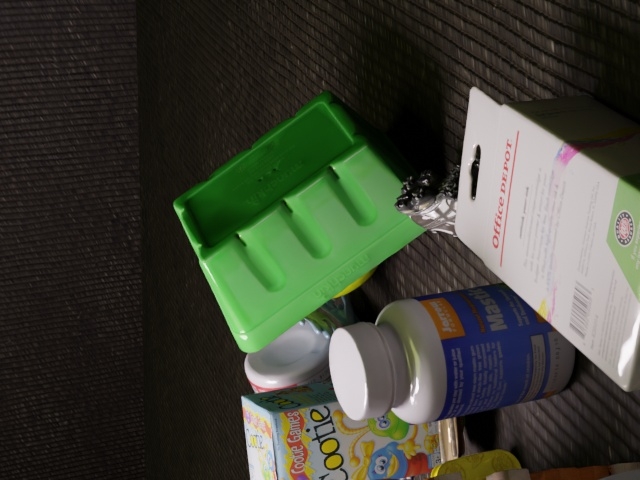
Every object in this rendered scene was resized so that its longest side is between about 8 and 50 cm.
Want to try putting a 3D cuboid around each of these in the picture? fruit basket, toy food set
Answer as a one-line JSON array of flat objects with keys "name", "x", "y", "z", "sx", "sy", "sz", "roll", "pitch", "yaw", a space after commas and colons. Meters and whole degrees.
[{"name": "fruit basket", "x": 0.000, "y": 0.000, "z": 1.741, "sx": 0.283, "sy": 0.392, "sz": 0.392, "roll": -122, "pitch": 32, "yaw": -49}, {"name": "toy food set", "x": 0.192, "y": 0.253, "z": 1.607, "sx": 0.192, "sy": 0.038, "sz": 0.133, "roll": 86, "pitch": 180, "yaw": -77}]

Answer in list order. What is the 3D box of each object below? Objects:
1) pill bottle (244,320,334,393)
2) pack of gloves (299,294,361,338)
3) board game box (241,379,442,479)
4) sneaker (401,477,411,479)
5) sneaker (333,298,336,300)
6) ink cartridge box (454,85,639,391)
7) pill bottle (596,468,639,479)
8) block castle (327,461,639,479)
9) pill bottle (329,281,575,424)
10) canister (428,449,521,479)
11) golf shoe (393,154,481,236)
[{"name": "pill bottle", "x": -0.007, "y": 0.290, "z": 1.918, "sx": 0.161, "sy": 0.161, "sz": 0.283, "roll": 42, "pitch": 157, "yaw": 60}, {"name": "pack of gloves", "x": 0.020, "y": 0.115, "z": 1.886, "sx": 0.046, "sy": 0.195, "sz": 0.232, "roll": -62, "pitch": 30, "yaw": 8}, {"name": "board game box", "x": 0.036, "y": 0.294, "z": 1.743, "sx": 0.144, "sy": 0.275, "sz": 0.142, "roll": -172, "pitch": 75, "yaw": -69}, {"name": "sneaker", "x": 0.110, "y": 0.399, "z": 1.892, "sx": 0.135, "sy": 0.058, "sz": 0.052, "roll": 110, "pitch": 146, "yaw": -49}, {"name": "sneaker", "x": 0.004, "y": 0.071, "z": 2.043, "sx": 0.094, "sy": 0.080, "sz": 0.212, "roll": 63, "pitch": 153, "yaw": 16}, {"name": "ink cartridge box", "x": 0.282, "y": -0.024, "z": 1.208, "sx": 0.353, "sy": 0.119, "sz": 0.207, "roll": -131, "pitch": 38, "yaw": -54}, {"name": "pill bottle", "x": 0.351, "y": 0.407, "z": 1.063, "sx": 0.204, "sy": 0.204, "sz": 0.361, "roll": 171, "pitch": 90, "yaw": -69}, {"name": "block castle", "x": 0.135, "y": 0.378, "z": 1.277, "sx": 0.303, "sy": 0.453, "sz": 0.213, "roll": 139, "pitch": 129, "yaw": -64}, {"name": "pill bottle", "x": 0.156, "y": 0.138, "z": 1.380, "sx": 0.152, "sy": 0.272, "sz": 0.152, "roll": 172, "pitch": 90, "yaw": -69}, {"name": "canister", "x": 0.192, "y": 0.353, "z": 1.571, "sx": 0.170, "sy": 0.126, "sz": 0.073, "roll": 118, "pitch": 139, "yaw": -60}, {"name": "golf shoe", "x": 0.194, "y": -0.054, "z": 1.515, "sx": 0.094, "sy": 0.077, "sz": 0.198, "roll": 45, "pitch": 150, "yaw": -26}]
